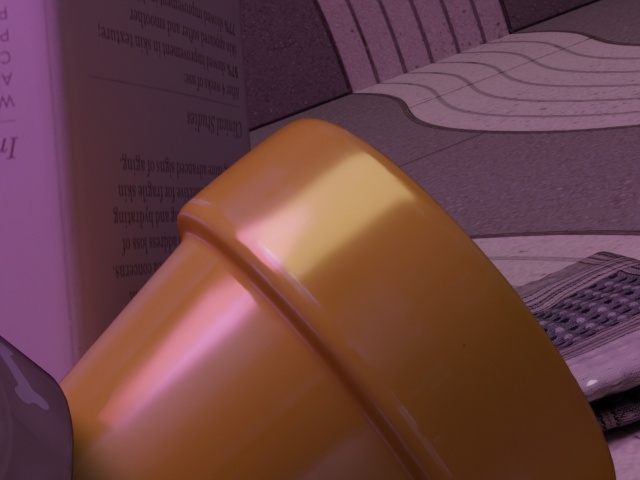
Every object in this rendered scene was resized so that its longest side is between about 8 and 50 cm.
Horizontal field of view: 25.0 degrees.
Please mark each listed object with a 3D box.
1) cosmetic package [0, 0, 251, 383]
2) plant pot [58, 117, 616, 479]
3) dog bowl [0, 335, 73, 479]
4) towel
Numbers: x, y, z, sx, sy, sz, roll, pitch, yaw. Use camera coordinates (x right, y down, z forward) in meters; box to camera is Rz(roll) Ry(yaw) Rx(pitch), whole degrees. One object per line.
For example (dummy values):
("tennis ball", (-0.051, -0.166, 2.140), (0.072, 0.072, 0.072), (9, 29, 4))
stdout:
("cosmetic package", (-0.247, -0.063, 0.996), (0.327, 0.393, 0.329), (-4, -1, 16))
("plant pot", (-0.026, 0.108, 0.715), (0.239, 0.254, 0.254), (-38, 16, -13))
("dog bowl", (-0.221, 0.173, 0.590), (0.349, 0.102, 0.348), (-47, 25, 31))
("towel", (0.118, 0.084, 1.011), (0.324, 0.056, 0.312), (-21, 12, -6))
